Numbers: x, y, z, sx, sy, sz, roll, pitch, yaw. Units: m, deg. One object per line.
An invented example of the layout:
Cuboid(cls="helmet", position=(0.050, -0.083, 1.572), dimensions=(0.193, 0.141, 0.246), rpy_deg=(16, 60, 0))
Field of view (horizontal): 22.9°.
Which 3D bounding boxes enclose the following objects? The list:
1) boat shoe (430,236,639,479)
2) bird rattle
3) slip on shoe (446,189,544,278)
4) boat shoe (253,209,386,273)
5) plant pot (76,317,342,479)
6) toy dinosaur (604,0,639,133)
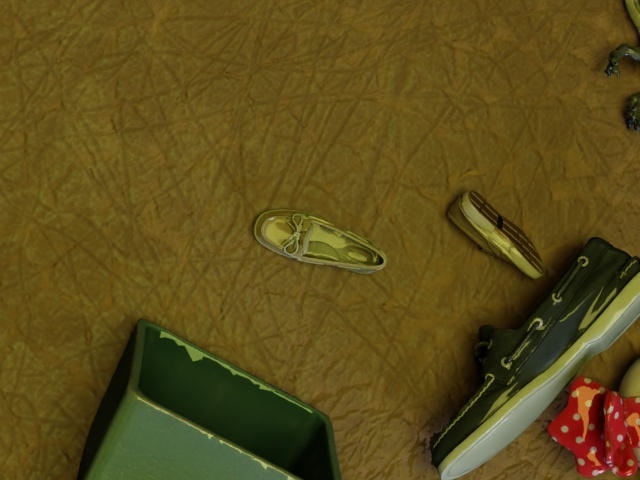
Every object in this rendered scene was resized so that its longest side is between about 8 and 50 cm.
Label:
Cuboid(cls="boat shoe", position=(0.234, 0.126, 1.806), dimensions=(0.340, 0.127, 0.113), rpy_deg=(-45, 69, -1))
Cuboid(cls="bird rattle", position=(0.400, 0.219, 1.849), dimensions=(0.253, 0.143, 0.207), rpy_deg=(34, 63, -6))
Cuboid(cls="slip on shoe", position=(0.203, -0.001, 1.834), dimensions=(0.135, 0.051, 0.041), rpy_deg=(41, 122, -17))
Cuboid(cls="boat shoe", position=(0.000, 0.002, 1.786), dimensions=(0.153, 0.048, 0.056), rpy_deg=(21, 86, -11))
Cuboid(cls="plant pot", position=(-0.149, 0.275, 1.667), dimensions=(0.247, 0.248, 0.252), rpy_deg=(30, 100, -10))
Cuboid(cls="toy dinosaur", position=(0.396, -0.202, 1.862), dimensions=(0.118, 0.064, 0.268), rpy_deg=(-36, 96, -15))
